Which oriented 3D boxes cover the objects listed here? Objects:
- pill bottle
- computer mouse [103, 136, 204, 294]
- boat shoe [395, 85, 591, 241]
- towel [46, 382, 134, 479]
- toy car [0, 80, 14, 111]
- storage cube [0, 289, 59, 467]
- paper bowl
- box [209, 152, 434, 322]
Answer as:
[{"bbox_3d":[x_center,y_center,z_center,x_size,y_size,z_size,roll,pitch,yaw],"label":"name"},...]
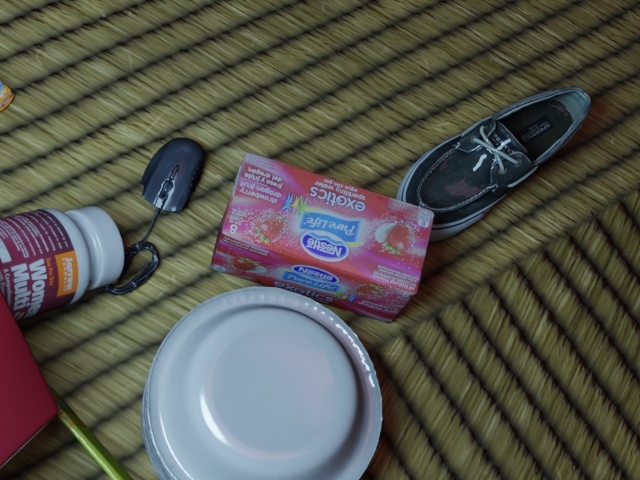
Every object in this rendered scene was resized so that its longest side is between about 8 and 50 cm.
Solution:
[{"bbox_3d":[-0.347,0.029,1.238,0.221,0.121,0.121,-18,71,-44],"label":"pill bottle"},{"bbox_3d":[-0.215,-0.037,1.372,0.071,0.041,0.242,23,66,-4],"label":"computer mouse"},{"bbox_3d":[0.238,-0.125,1.468,0.335,0.119,0.121,-37,80,-23],"label":"boat shoe"},{"bbox_3d":[-0.262,0.242,1.216,0.021,0.102,0.237,-43,82,-10],"label":"towel"},{"bbox_3d":[-0.461,-0.179,1.374,0.122,0.040,0.060,-37,80,-24],"label":"toy car"},{"bbox_3d":[-0.409,0.147,1.045,0.183,0.215,0.193,-18,103,22],"label":"storage cube"},{"bbox_3d":[-0.065,0.193,1.256,0.284,0.148,0.284,5,66,-12],"label":"paper bowl"},{"bbox_3d":[0.000,0.000,1.358,0.256,0.128,0.123,18,65,-6],"label":"box"}]
